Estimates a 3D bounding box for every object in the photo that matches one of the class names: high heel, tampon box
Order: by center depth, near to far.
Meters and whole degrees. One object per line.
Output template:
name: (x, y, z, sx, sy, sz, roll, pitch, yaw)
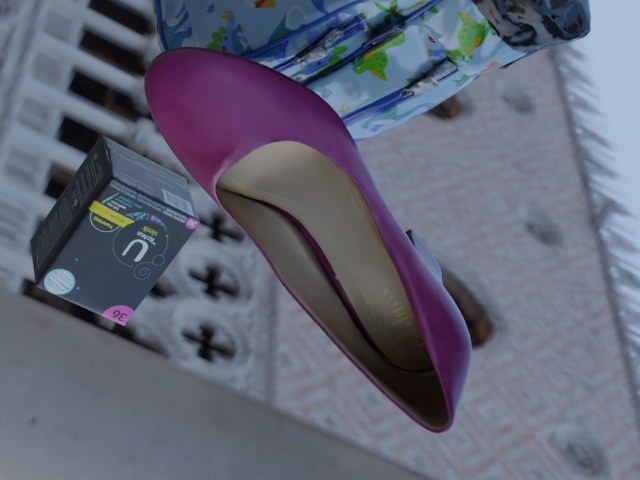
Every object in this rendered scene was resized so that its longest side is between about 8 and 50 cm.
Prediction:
high heel: (0.000, 0.000, 1.194, 0.127, 0.377, 0.181, -37, -146, 24)
tampon box: (-0.234, -0.010, 1.661, 0.161, 0.120, 0.101, -53, -151, 18)

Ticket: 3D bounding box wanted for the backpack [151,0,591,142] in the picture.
backpack: (0.021, -0.228, 1.324, 0.355, 0.273, 0.290, -35, -125, 40)
